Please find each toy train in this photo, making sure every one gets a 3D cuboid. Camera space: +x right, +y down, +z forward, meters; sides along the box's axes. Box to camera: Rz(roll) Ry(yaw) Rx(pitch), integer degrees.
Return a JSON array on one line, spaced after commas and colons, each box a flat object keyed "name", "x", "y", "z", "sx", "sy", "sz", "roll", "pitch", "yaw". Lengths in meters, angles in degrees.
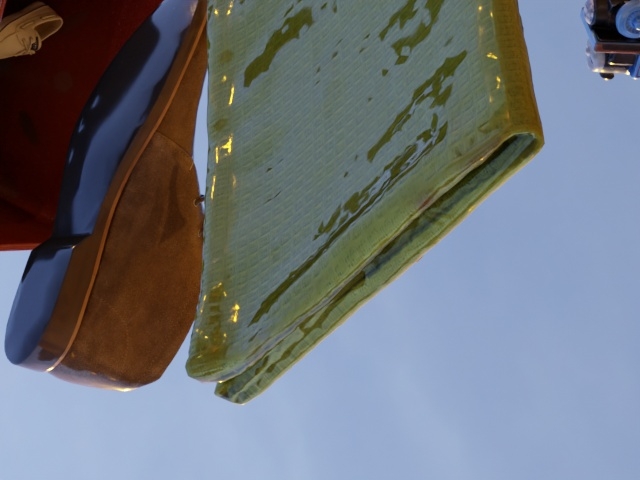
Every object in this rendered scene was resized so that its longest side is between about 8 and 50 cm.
[{"name": "toy train", "x": 0.336, "y": -0.197, "z": 1.646, "sx": 0.080, "sy": 0.184, "sz": 0.105, "roll": -102, "pitch": 15, "yaw": -50}]

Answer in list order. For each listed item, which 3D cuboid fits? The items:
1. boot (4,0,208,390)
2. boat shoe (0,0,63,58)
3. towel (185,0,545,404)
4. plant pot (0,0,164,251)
[{"name": "boot", "x": -0.127, "y": -0.036, "z": 1.279, "sx": 0.115, "sy": 0.112, "sz": 0.305, "roll": 23, "pitch": -96, "yaw": -28}, {"name": "boat shoe", "x": -0.272, "y": -0.186, "z": 1.578, "sx": 0.035, "sy": 0.035, "sz": 0.100, "roll": 32, "pitch": -141, "yaw": 12}, {"name": "towel", "x": 0.002, "y": -0.079, "z": 0.417, "sx": 0.021, "sy": 0.102, "sz": 0.237, "roll": 25, "pitch": -140, "yaw": -26}, {"name": "plant pot", "x": -0.324, "y": -0.153, "z": 1.527, "sx": 0.267, "sy": 0.236, "sz": 0.267, "roll": -1, "pitch": -70, "yaw": -67}]
